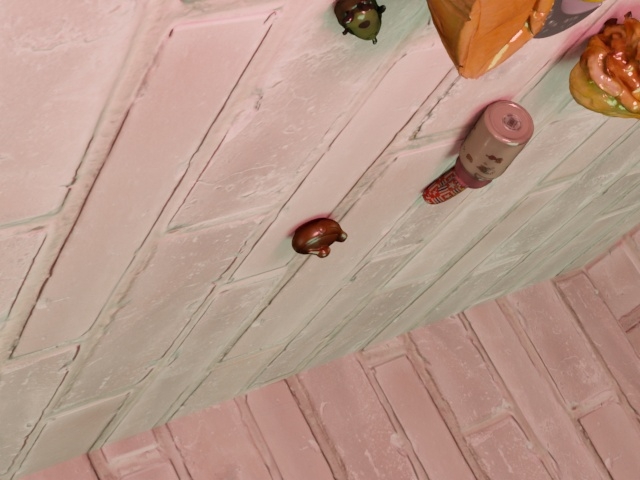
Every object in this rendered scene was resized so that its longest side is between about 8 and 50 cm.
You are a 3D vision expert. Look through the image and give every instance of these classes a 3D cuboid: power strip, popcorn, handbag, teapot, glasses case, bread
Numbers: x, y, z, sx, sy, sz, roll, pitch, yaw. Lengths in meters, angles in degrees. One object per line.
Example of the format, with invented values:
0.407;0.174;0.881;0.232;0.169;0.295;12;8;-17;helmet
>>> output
0.392;-0.399;1.845;0.137;0.044;0.216;-36;162;25;power strip
0.588;-0.331;2.129;0.190;0.191;0.253;-8;177;44;popcorn
0.061;-0.316;1.557;0.072;0.047;0.111;-31;161;10;handbag
0.000;0.000;2.332;0.129;0.078;0.098;-14;158;-40;teapot
0.319;-0.140;2.477;0.194;0.049;0.073;-38;161;28;glasses case
0.223;-0.365;1.501;0.204;0.156;0.288;-36;161;-2;bread

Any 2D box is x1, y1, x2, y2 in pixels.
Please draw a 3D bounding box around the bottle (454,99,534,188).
0.351;-0.189;2.282;0.110;0.110;0.233;-21;161;-23;bottle
